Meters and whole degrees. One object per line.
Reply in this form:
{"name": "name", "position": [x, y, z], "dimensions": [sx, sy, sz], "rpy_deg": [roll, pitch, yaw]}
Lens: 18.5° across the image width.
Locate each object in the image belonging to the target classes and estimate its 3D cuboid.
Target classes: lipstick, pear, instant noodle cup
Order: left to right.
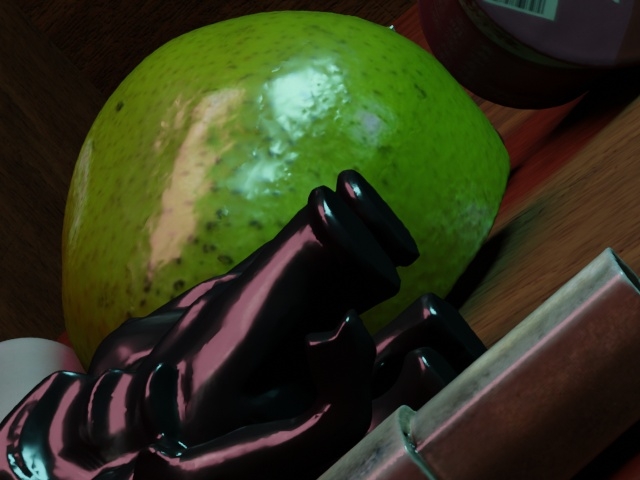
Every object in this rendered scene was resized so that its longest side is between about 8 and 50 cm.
{"name": "pear", "position": [-0.067, 0.014, 1.386], "dimensions": [0.342, 0.238, 0.318], "rpy_deg": [-24, 32, 33]}
{"name": "lipstick", "position": [0.057, 0.110, 0.893], "dimensions": [0.253, 0.079, 0.077], "rpy_deg": [-43, 8, 11]}
{"name": "instant noodle cup", "position": [0.185, -0.217, 1.561], "dimensions": [0.235, 0.235, 0.178], "rpy_deg": [-46, -2, -19]}

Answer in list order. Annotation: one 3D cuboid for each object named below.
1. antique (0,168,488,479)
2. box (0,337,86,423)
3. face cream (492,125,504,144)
{"name": "antique", "position": [-0.040, 0.107, 1.086], "dimensions": [0.255, 0.185, 0.322], "rpy_deg": [-36, 5, 8]}
{"name": "box", "position": [-0.272, 0.199, 1.398], "dimensions": [0.288, 0.141, 0.349], "rpy_deg": [-28, 17, -3]}
{"name": "face cream", "position": [0.060, -0.010, 1.577], "dimensions": [0.229, 0.075, 0.075], "rpy_deg": [-46, 8, -15]}
